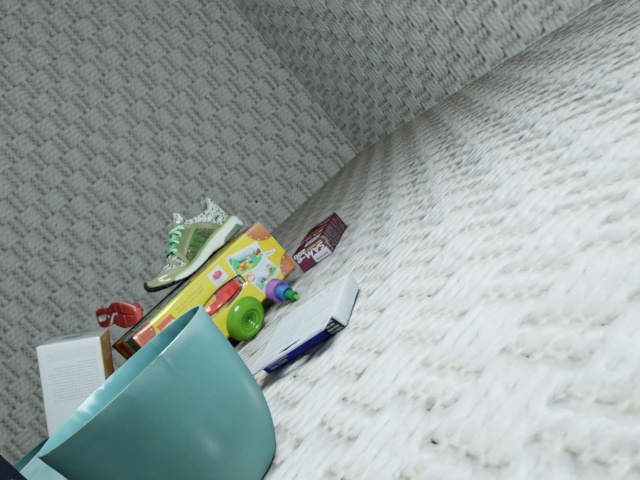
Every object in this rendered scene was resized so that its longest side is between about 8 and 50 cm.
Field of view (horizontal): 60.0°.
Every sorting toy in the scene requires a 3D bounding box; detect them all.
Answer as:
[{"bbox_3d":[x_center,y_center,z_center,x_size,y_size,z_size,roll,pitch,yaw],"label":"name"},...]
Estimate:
[{"bbox_3d":[-0.184,0.239,1.482,0.126,0.127,0.365,12,44,42],"label":"sorting toy"}]

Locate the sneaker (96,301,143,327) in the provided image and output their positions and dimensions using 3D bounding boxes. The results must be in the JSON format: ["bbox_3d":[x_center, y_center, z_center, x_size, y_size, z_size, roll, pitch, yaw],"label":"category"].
[{"bbox_3d":[-0.593,0.217,1.732,0.221,0.086,0.128,-5,8,39],"label":"sneaker"}]

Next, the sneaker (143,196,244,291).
[{"bbox_3d":[-0.436,0.006,1.772,0.158,0.182,0.410,-30,14,48],"label":"sneaker"}]

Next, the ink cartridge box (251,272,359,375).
[{"bbox_3d":[-0.029,0.186,1.141,0.223,0.045,0.224,-37,10,28],"label":"ink cartridge box"}]

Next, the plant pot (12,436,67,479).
[{"bbox_3d":[-0.624,0.596,1.162,0.293,0.196,0.293,-40,8,7],"label":"plant pot"}]

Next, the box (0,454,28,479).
[{"bbox_3d":[-0.588,0.553,0.899,0.294,0.296,0.183,-44,10,-15],"label":"box"}]

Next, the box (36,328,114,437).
[{"bbox_3d":[-0.693,0.449,1.614,0.169,0.345,0.215,-8,1,-15],"label":"box"}]

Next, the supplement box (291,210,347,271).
[{"bbox_3d":[0.000,0.000,1.863,0.130,0.073,0.239,-37,10,24],"label":"supplement box"}]

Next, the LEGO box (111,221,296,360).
[{"bbox_3d":[-0.365,0.206,1.724,0.500,0.193,0.372,-46,11,-30],"label":"LEGO box"}]

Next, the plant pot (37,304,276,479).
[{"bbox_3d":[-0.208,0.280,0.814,0.293,0.235,0.293,-39,8,7],"label":"plant pot"}]

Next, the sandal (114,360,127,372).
[{"bbox_3d":[-0.644,0.473,2.094,0.168,0.107,0.445,24,70,35],"label":"sandal"}]

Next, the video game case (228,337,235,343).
[{"bbox_3d":[-0.331,0.324,1.776,0.232,0.042,0.210,-41,10,0],"label":"video game case"}]
